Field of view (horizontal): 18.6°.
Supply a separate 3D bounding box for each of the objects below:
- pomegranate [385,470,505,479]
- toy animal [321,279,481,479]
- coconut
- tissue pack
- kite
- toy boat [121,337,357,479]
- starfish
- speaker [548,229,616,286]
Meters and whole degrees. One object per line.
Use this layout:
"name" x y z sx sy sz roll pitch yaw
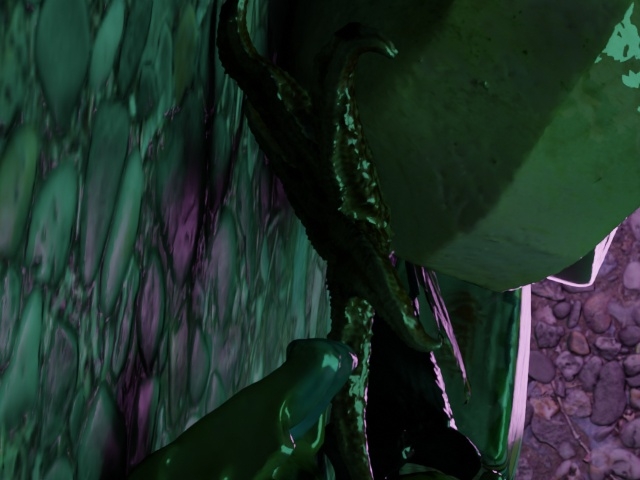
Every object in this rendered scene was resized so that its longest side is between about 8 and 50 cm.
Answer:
"pomegranate" 0.041 0.277 1.254 0.204 0.276 0.222 56 4 37
"toy animal" 0.069 0.113 1.454 0.121 0.117 0.210 80 20 -44
"coconut" 0.098 -0.103 1.091 0.259 0.259 0.259 7 90 -82
"tissue pack" 0.130 0.117 1.827 0.311 0.128 0.228 68 28 -75
"kite" 0.053 -0.024 1.391 0.234 0.016 0.321 -100 169 -45
"toy boat" -0.051 0.170 0.782 0.111 0.084 0.276 23 77 -84
"starfish" 0.008 -0.003 0.864 0.213 0.057 0.238 -144 -141 -73
"speaker" 0.221 -0.110 1.958 0.183 0.184 0.406 -63 165 -20
